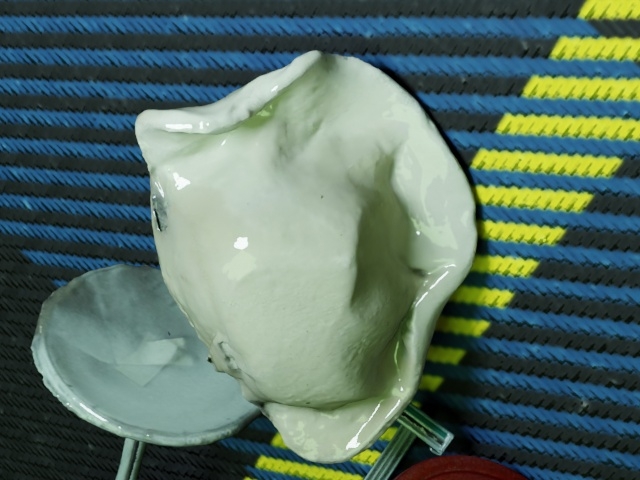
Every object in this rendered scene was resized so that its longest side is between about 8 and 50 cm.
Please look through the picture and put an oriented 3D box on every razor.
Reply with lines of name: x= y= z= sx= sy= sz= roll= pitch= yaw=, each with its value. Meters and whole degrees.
razor: x=0.053 y=0.189 z=1.551 sx=0.068 sy=0.037 sz=0.191 roll=37 pitch=140 yaw=9

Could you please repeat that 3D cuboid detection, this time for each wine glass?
wine glass: x=-0.173 y=0.232 z=1.641 sx=0.267 sy=0.267 sz=0.406 roll=34 pitch=131 yaw=18

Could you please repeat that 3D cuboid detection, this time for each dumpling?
dumpling: x=0.000 y=0.000 z=1.403 sx=0.243 sy=0.187 sz=0.318 roll=-24 pitch=115 yaw=8

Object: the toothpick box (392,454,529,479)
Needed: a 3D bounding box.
toothpick box: x=0.055 y=0.335 z=1.533 sx=0.204 sy=0.204 sz=0.333 roll=47 pitch=139 yaw=5
